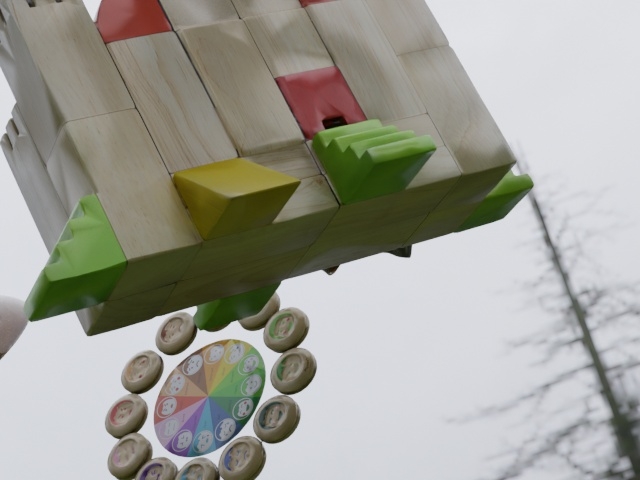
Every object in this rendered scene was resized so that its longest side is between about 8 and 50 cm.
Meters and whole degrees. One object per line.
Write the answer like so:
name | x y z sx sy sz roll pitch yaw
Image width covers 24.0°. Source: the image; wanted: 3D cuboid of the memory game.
memory game | -0.083 0.110 1.099 0.186 0.186 0.012 -26 -46 18

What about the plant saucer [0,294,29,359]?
plant saucer | -0.353 0.108 1.370 0.198 0.198 0.036 -28 -68 20

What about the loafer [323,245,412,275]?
loafer | 0.000 0.000 1.279 0.170 0.061 0.062 -13 -4 29

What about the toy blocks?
toy blocks | -0.062 -0.105 0.981 0.381 0.261 0.191 -15 -22 -32
